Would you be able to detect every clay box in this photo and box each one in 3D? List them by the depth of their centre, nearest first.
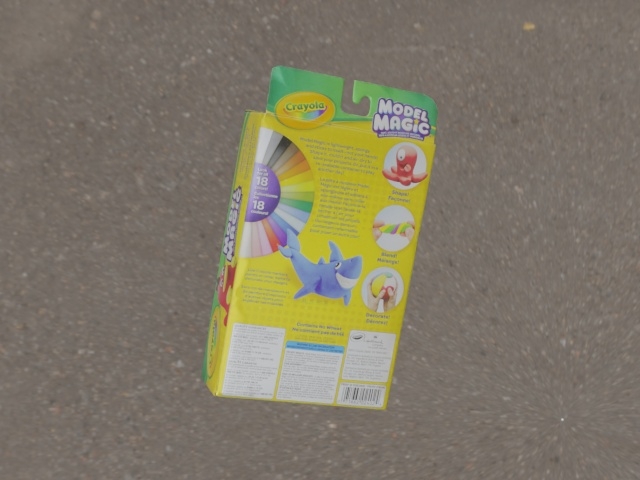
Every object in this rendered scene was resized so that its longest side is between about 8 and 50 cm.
[{"bbox_3d":[0.000,0.000,0.652,0.127,0.053,0.222,8,95,-20],"label":"clay box"}]
